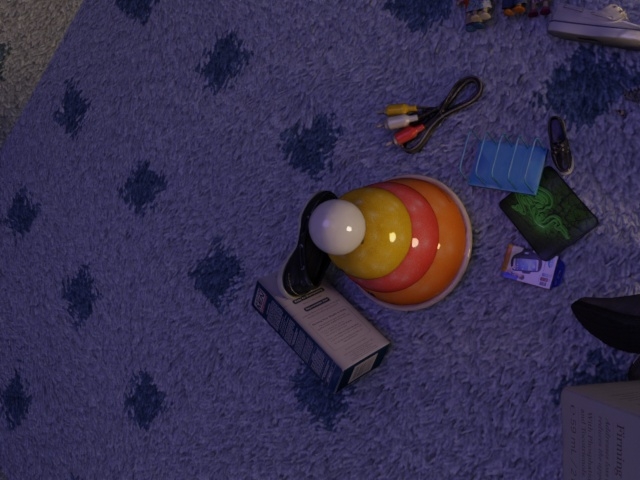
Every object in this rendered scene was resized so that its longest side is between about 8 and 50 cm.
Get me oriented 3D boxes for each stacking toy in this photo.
[{"bbox_3d":[0.115,-0.020,1.516,0.350,0.480,0.351,-5,81,31],"label":"stacking toy"}]

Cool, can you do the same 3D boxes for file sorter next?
[{"bbox_3d":[0.429,-0.187,1.559,0.170,0.104,0.118,13,84,32],"label":"file sorter"}]

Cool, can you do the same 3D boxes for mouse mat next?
[{"bbox_3d":[0.526,-0.064,1.534,0.152,0.007,0.190,-40,60,15],"label":"mouse mat"}]

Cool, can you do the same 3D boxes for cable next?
[{"bbox_3d":[0.284,-0.320,1.692,0.287,0.072,0.140,-20,79,27],"label":"cable"}]

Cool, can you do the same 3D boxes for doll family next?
[{"bbox_3d":[0.442,-0.628,1.608,0.262,0.118,0.163,-3,82,31],"label":"doll family"}]

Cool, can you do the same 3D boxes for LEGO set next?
[{"bbox_3d":[0.694,-0.314,1.470,0.054,0.023,0.083,25,97,31],"label":"LEGO set"}]

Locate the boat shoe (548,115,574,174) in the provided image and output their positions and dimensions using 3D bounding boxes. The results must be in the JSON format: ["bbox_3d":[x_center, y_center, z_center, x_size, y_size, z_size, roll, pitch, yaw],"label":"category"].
[{"bbox_3d":[0.553,-0.222,1.534,0.049,0.040,0.142,-14,76,29],"label":"boat shoe"}]

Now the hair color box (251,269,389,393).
[{"bbox_3d":[-0.006,0.216,1.728,0.347,0.173,0.105,44,136,28],"label":"hair color box"}]

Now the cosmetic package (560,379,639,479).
[{"bbox_3d":[0.654,0.432,1.101,0.393,0.327,0.330,-179,88,-76],"label":"cosmetic package"}]

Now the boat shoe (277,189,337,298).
[{"bbox_3d":[-0.003,-0.002,1.728,0.113,0.127,0.340,-14,38,44],"label":"boat shoe"}]

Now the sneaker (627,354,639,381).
[{"bbox_3d":[0.726,0.230,1.327,0.234,0.106,0.078,-36,78,22],"label":"sneaker"}]

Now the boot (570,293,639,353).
[{"bbox_3d":[0.704,0.122,1.351,0.223,0.118,0.338,-45,23,-17],"label":"boot"}]

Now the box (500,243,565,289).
[{"bbox_3d":[0.496,0.063,1.540,0.136,0.028,0.081,15,91,34],"label":"box"}]

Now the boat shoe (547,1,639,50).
[{"bbox_3d":[0.643,-0.488,1.483,0.258,0.095,0.084,22,99,30],"label":"boat shoe"}]
